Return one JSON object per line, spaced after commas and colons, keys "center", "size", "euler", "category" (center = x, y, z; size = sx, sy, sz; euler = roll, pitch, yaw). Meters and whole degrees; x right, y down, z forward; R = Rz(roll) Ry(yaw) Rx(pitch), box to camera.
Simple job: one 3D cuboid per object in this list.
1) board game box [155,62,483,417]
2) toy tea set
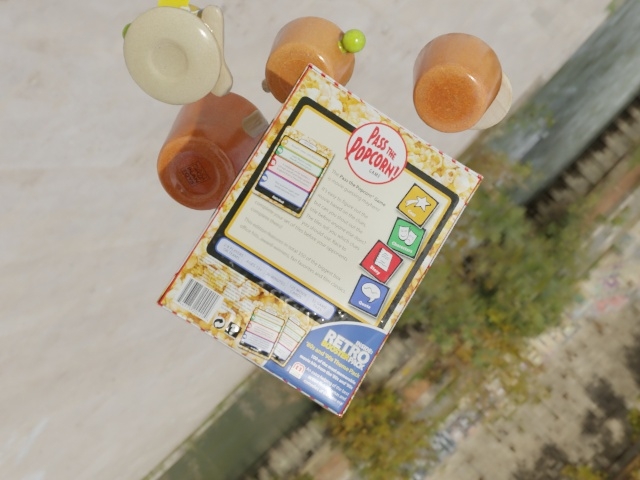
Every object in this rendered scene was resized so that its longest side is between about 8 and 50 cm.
{"center": [0.000, 0.000, 0.730], "size": [0.193, 0.147, 0.045], "euler": [-58, -174, -8], "category": "board game box"}
{"center": [-0.003, -0.118, 0.935], "size": [0.124, 0.336, 0.200], "euler": [-65, 160, -57], "category": "toy tea set"}
